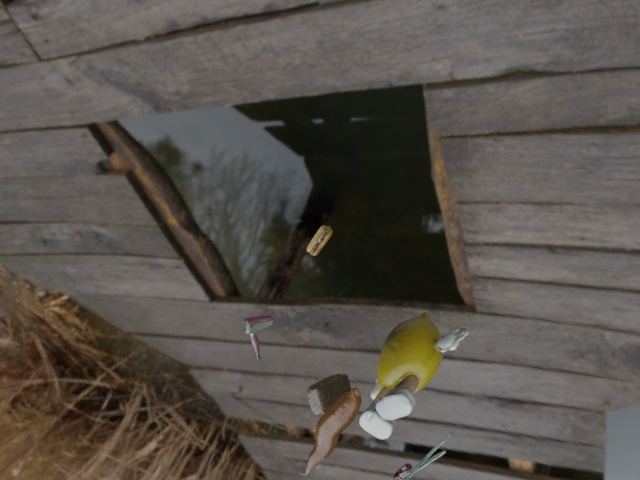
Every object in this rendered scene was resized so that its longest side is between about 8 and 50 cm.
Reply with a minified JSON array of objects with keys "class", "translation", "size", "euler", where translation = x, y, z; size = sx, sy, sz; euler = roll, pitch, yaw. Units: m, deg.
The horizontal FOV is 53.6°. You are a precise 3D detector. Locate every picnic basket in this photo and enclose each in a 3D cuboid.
[{"class":"picnic basket","translation":[0.039,0.534,2.208],"size":[0.054,0.193,0.110],"euler":[-17,87,40]}]

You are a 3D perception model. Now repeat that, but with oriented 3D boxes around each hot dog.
[{"class":"hot dog","translation":[0.000,0.000,1.519],"size":[0.037,0.083,0.021],"euler":[30,-174,-21]}]

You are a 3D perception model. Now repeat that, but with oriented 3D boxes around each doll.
[{"class":"doll","translation":[0.249,0.356,1.773],"size":[0.161,0.423,0.348],"euler":[46,159,-7]}]

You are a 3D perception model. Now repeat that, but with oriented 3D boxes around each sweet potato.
[{"class":"sweet potato","translation":[0.017,0.357,1.183],"size":[0.056,0.195,0.056],"euler":[30,-179,-1]}]

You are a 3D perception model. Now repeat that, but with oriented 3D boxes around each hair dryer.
[{"class":"hair dryer","translation":[-0.221,0.338,2.205],"size":[0.054,0.106,0.154],"euler":[22,113,55]}]

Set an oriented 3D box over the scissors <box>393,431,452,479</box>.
[{"class":"scissors","translation":[0.253,0.583,1.629],"size":[0.017,0.144,0.248],"euler":[40,120,4]}]
